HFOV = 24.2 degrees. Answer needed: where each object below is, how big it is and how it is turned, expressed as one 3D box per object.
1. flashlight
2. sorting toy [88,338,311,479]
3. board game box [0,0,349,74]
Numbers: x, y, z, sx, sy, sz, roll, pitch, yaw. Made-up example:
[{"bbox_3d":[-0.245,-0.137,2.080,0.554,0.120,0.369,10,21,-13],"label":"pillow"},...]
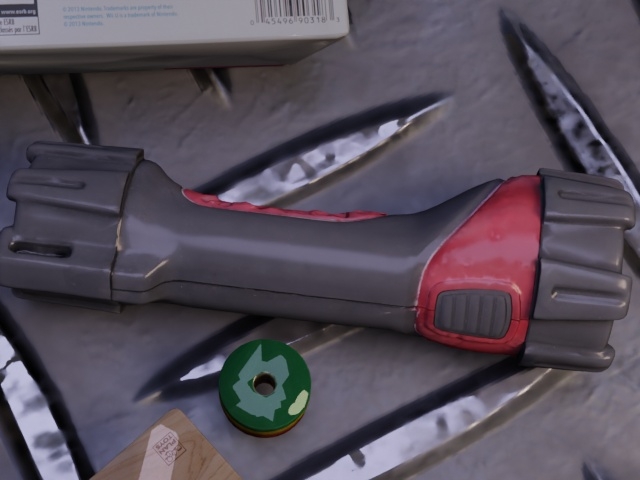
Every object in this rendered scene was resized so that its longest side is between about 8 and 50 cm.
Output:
[{"bbox_3d":[0.000,0.000,0.758,0.304,0.103,0.103,7,77,3],"label":"flashlight"},{"bbox_3d":[-0.083,0.180,0.716,0.274,0.046,0.132,-41,79,-15],"label":"sorting toy"},{"bbox_3d":[-0.116,-0.242,0.762,0.224,0.097,0.303,-4,89,-19],"label":"board game box"}]
